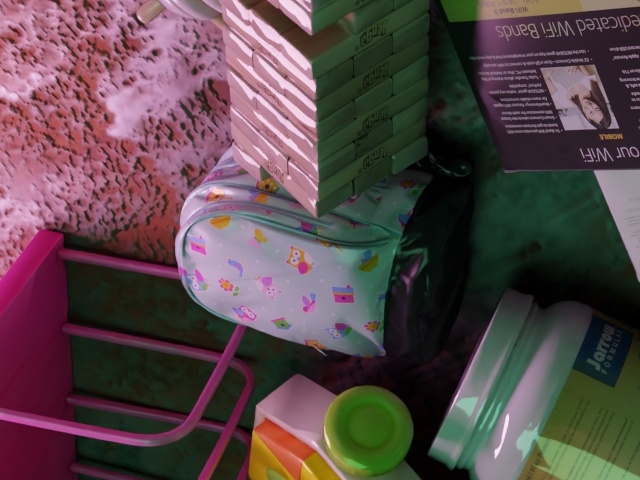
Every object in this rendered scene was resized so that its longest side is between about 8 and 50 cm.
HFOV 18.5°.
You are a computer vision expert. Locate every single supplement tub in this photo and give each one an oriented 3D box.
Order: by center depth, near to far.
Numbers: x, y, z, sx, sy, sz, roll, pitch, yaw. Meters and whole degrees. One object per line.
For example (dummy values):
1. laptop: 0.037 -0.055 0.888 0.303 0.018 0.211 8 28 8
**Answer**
1. supplement tub: 0.183 0.126 1.262 0.199 0.144 0.144 25 128 4

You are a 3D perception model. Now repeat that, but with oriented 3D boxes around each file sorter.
1. file sorter: -0.150 0.179 1.396 0.182 0.202 0.291 11 125 13

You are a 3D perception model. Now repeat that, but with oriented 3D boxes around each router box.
1. router box: 0.195 -0.160 1.052 0.309 0.081 0.243 1 124 43

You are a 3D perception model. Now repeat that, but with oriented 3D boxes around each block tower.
1. block tower: 0.001 -0.157 1.109 0.097 0.091 0.335 44 154 30

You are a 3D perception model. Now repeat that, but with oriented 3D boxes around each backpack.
1. backpack: 0.000 0.000 1.272 0.182 0.115 0.152 17 129 14

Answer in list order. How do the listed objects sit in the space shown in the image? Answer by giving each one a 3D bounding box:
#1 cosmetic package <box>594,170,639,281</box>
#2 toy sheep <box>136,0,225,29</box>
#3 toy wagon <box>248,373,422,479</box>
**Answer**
1. cosmetic package: 0.288 -0.049 1.157 0.239 0.060 0.099 -11 117 28
2. toy sheep: -0.061 -0.173 1.199 0.132 0.091 0.091 -41 102 18
3. toy wagon: 0.079 0.241 1.305 0.344 0.068 0.267 49 162 16
